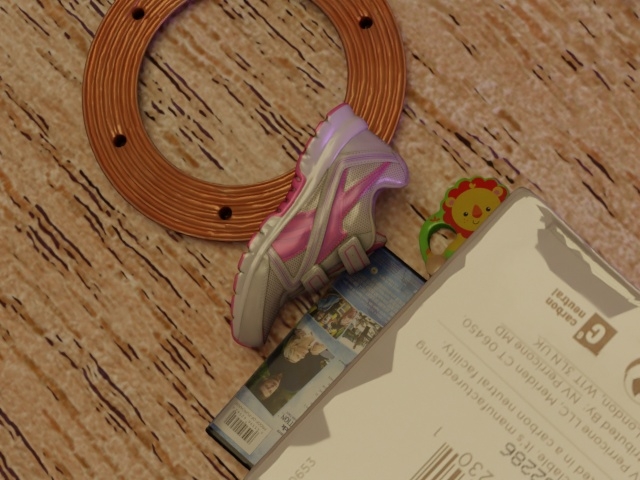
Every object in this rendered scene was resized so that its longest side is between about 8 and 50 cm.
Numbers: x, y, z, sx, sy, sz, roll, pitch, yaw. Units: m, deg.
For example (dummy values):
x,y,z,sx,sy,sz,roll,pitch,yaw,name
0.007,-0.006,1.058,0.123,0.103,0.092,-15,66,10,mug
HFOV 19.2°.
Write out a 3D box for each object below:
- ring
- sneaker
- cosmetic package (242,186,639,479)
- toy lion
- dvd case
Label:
x,y,z,sx,sy,sz,roll,pitch,yaw,name
-0.078,-0.158,1.921,0.337,0.032,0.336,-3,75,10,ring
0.000,0.000,1.804,0.111,0.103,0.252,30,96,3,sneaker
0.183,0.213,1.566,0.329,0.393,0.327,42,86,14,cosmetic package
0.142,-0.014,1.841,0.100,0.034,0.096,-18,65,6,toy lion
0.036,0.146,1.821,0.180,0.022,0.253,40,85,17,dvd case
